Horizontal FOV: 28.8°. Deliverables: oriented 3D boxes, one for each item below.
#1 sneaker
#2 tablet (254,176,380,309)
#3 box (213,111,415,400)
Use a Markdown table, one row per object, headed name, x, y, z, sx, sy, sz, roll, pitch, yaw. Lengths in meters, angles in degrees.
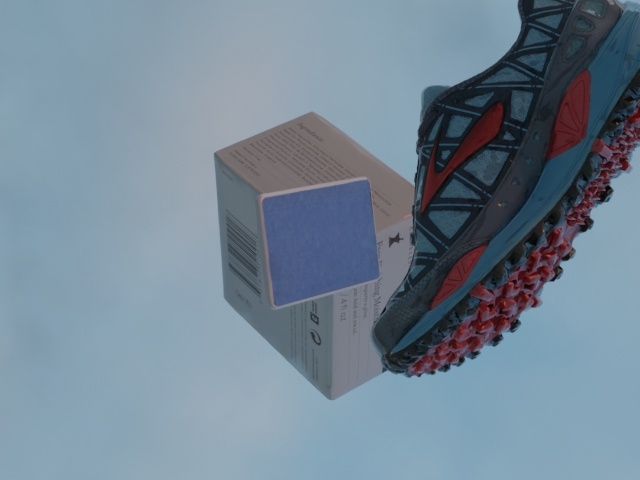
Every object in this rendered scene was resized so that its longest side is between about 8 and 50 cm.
| name | x | y | z | sx | sy | sz | roll | pitch | yaw |
| --- | --- | --- | --- | --- | --- | --- | --- | --- | --- |
| sneaker | 0.104 | -0.039 | 0.756 | 0.125 | 0.104 | 0.262 | 37 | -88 | 28 |
| tablet | 0.000 | 0.000 | 0.602 | 0.006 | 0.083 | 0.054 | -2 | -83 | 41 |
| box | 0.002 | 0.011 | 1.139 | 0.119 | 0.181 | 0.182 | -26 | -135 | -28 |
